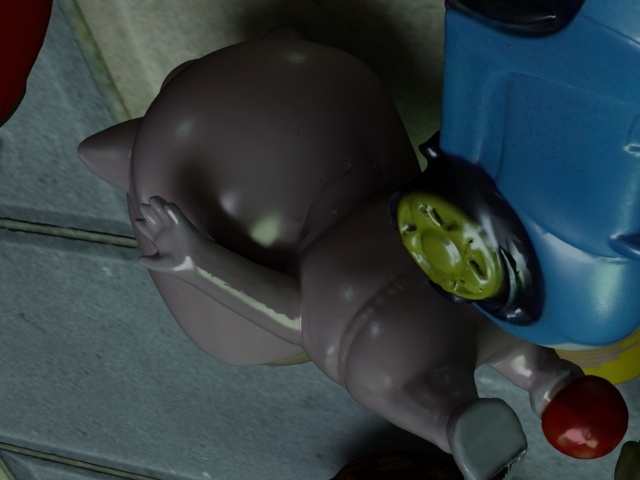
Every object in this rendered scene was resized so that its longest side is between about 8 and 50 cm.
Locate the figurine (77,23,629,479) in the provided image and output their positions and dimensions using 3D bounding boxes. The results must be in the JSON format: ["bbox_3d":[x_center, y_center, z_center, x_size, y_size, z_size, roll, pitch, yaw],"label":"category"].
[{"bbox_3d":[0.010,0.023,0.700,0.287,0.176,0.186,38,148,25],"label":"figurine"}]

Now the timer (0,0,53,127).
[{"bbox_3d":[-0.310,-0.120,0.623,0.378,0.378,0.279,1,140,32],"label":"timer"}]

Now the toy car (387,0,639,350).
[{"bbox_3d":[0.140,-0.072,0.519,0.166,0.198,0.314,37,150,27],"label":"toy car"}]

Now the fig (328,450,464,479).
[{"bbox_3d":[0.105,0.268,1.046,0.274,0.145,0.170,35,131,-17],"label":"fig"}]

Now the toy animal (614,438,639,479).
[{"bbox_3d":[0.322,0.213,0.777,0.363,0.181,0.180,27,130,-2],"label":"toy animal"}]

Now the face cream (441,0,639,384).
[{"bbox_3d":[0.110,-0.040,0.708,0.078,0.078,0.273,2,137,32],"label":"face cream"}]
